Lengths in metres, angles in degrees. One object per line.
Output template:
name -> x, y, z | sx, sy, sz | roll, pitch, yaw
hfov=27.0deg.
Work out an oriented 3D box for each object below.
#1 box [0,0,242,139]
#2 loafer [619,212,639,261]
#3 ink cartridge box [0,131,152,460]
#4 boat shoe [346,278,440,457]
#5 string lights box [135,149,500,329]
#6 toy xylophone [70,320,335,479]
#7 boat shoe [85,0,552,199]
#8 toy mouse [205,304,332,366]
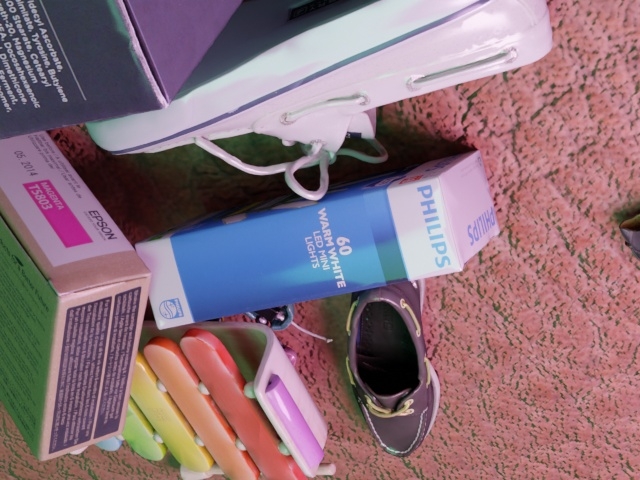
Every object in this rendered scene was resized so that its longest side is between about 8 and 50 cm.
box -> -0.207, -0.211, 0.854 | 0.312, 0.343, 0.179 | -8, 121, 23
loafer -> 0.304, -0.028, 1.021 | 0.061, 0.062, 0.170 | 41, 125, -9
ink cartridge box -> -0.243, 0.034, 1.130 | 0.235, 0.088, 0.193 | 50, 139, 35
boat shoe -> 0.060, 0.115, 1.192 | 0.081, 0.069, 0.228 | 3, 126, 15
string lights box -> 0.000, 0.000, 1.071 | 0.259, 0.133, 0.077 | -13, 98, 22
toy xylophone -> -0.117, 0.164, 1.239 | 0.322, 0.081, 0.236 | -10, 124, 41
boat shoe -> 0.004, -0.111, 1.014 | 0.367, 0.136, 0.156 | -20, 121, 17
toy mouse -> -0.054, 0.082, 1.225 | 0.143, 0.031, 0.161 | -3, 125, 19
